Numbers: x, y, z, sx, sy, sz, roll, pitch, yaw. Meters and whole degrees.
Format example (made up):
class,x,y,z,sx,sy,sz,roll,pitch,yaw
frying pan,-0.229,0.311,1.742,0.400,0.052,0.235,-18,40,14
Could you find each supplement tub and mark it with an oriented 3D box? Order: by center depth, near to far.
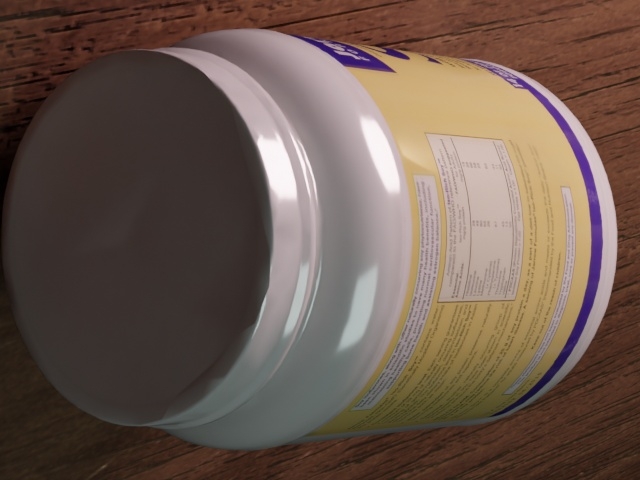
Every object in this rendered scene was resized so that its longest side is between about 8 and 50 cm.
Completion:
class,x,y,z,sx,sy,sz,roll,pitch,yaw
supplement tub,0.000,0.000,1.192,0.331,0.241,0.241,1,123,-52
